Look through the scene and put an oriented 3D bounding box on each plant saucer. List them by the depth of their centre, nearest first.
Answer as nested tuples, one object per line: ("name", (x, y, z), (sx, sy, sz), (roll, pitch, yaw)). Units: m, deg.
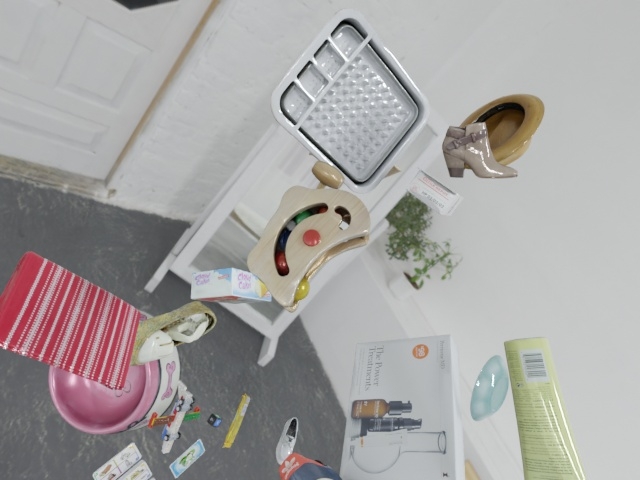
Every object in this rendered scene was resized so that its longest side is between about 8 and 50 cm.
("plant saucer", (0.482, 0.418, 1.172), (0.195, 0.194, 0.037), (17, 0, -44))

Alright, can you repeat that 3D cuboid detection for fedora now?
("fedora", (0.363, -0.206, 0.855), (0.079, 0.194, 0.194), (40, 24, -33))

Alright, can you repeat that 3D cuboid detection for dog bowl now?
("dog bowl", (-0.669, 0.424, 1.353), (0.408, 0.408, 0.150), (49, 1, 8))

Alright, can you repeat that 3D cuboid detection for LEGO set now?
("LEGO set", (-0.314, 0.407, 0.844), (0.060, 0.182, 0.244), (23, 43, 36))

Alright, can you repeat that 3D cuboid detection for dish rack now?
("dish rack", (0.069, -0.300, 0.957), (0.333, 0.285, 0.072), (39, -1, -29))

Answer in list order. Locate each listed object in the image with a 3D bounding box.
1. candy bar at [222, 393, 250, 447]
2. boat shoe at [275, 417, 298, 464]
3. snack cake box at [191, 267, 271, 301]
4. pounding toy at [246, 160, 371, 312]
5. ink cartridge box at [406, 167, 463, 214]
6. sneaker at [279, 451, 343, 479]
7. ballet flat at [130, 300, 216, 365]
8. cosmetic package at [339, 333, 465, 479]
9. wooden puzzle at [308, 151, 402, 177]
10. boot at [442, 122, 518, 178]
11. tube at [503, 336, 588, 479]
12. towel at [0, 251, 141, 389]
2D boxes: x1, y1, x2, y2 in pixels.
("candy bar", (-0.253, 0.549, 1.285), (0.040, 0.018, 0.161), (53, 52, -54))
("boat shoe", (-0.127, 0.804, 1.698), (0.066, 0.063, 0.184), (27, 40, 0))
("snack cake box", (-0.291, 0.159, 1.421), (0.264, 0.152, 0.089), (30, 56, -67))
("pounding toy", (0.000, 0.000, 0.739), (0.154, 0.269, 0.155), (26, -14, 12))
("ink cartridge box", (0.271, -0.112, 1.001), (0.104, 0.061, 0.181), (40, 16, 18))
("sneaker", (0.024, 0.566, 0.905), (0.148, 0.131, 0.350), (28, -29, 52))
("ballet flat", (-0.419, 0.261, 1.158), (0.123, 0.123, 0.349), (49, 28, 9))
("cosmetic package", (0.217, 0.442, 1.102), (0.097, 0.285, 0.377), (58, 32, -38))
("wooden puzzle", (0.114, -0.263, 1.369), (0.239, 0.221, 0.044), (31, 62, -28))
("boot", (0.256, -0.144, 0.675), (0.119, 0.086, 0.042), (2, 16, 12))
("tube", (0.309, 0.259, 0.587), (0.062, 0.070, 0.240), (-2, 70, -4))
("towel", (-0.485, 0.162, 0.828), (0.275, 0.031, 0.198), (46, 26, -41))
